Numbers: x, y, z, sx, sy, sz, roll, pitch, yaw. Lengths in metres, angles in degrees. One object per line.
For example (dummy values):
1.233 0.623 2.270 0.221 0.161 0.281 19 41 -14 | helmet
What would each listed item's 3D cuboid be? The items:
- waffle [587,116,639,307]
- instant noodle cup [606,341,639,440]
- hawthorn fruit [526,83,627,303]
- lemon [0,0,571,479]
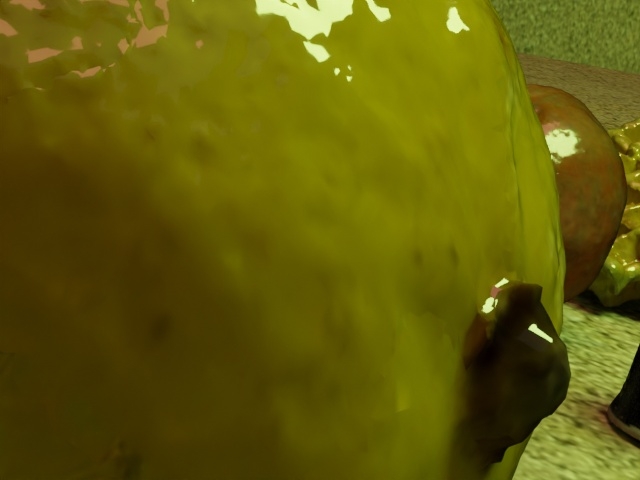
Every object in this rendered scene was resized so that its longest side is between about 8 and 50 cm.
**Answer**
0.231 -0.016 1.205 0.160 0.055 0.211 -23 26 -18 | waffle
0.222 0.040 0.896 0.127 0.135 0.127 10 12 -2 | instant noodle cup
0.095 -0.014 1.064 0.189 0.149 0.149 -24 25 -17 | hawthorn fruit
-0.089 0.007 0.448 0.297 0.297 0.297 11 13 -2 | lemon
